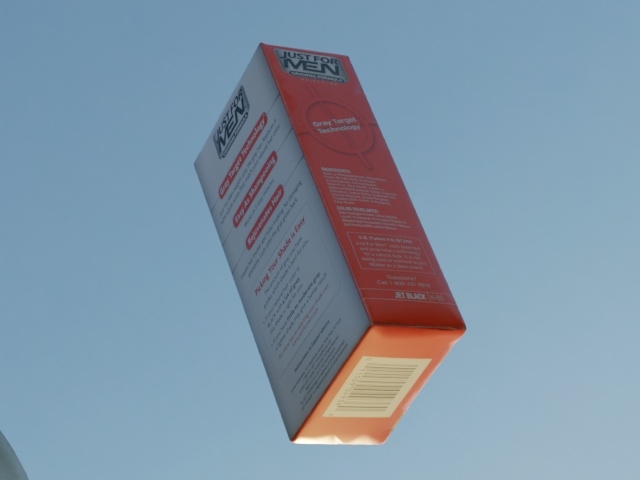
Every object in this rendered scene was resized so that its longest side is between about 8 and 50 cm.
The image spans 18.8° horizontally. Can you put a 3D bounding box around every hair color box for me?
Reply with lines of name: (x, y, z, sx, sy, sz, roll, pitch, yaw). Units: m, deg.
hair color box: (0.000, 0.000, 0.723, 0.043, 0.141, 0.072, 4, -43, -31)

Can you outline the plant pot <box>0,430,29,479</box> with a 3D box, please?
plant pot: (-0.243, 0.191, 0.694, 0.367, 0.353, 0.366, 1, -71, 4)
